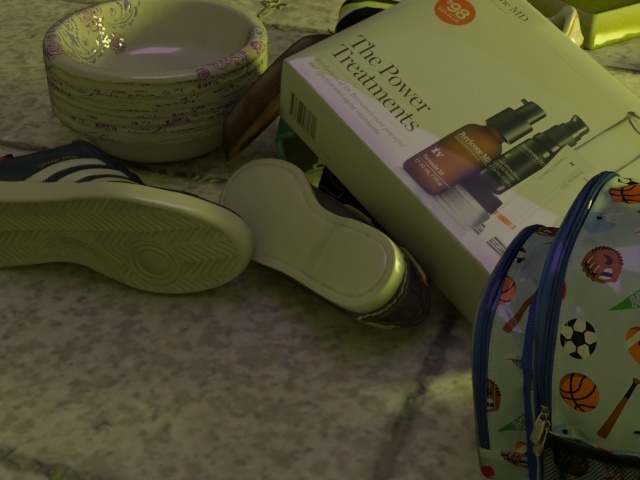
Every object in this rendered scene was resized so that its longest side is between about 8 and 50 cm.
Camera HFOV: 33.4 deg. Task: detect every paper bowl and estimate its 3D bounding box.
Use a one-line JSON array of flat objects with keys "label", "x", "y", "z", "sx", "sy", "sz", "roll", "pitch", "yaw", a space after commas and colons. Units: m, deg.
[{"label": "paper bowl", "x": -0.208, "y": -0.204, "z": 1.384, "sx": 0.284, "sy": 0.148, "sz": 0.284, "roll": 0, "pitch": 32, "yaw": 0}]

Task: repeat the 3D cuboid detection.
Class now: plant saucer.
[{"label": "plant saucer", "x": 0.449, "y": -0.381, "z": 1.747, "sx": 0.188, "sy": 0.045, "sz": 0.188, "roll": -18, "pitch": 37, "yaw": -26}, {"label": "plant saucer", "x": -0.053, "y": -0.176, "z": 1.252, "sx": 0.036, "sy": 0.198, "sz": 0.198, "roll": 43, "pitch": 40, "yaw": -2}]

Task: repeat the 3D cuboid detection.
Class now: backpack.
[{"label": "backpack", "x": 0.237, "y": 0.079, "z": 0.832, "sx": 0.213, "sy": 0.264, "sz": 0.276, "roll": 12, "pitch": 36, "yaw": 19}]

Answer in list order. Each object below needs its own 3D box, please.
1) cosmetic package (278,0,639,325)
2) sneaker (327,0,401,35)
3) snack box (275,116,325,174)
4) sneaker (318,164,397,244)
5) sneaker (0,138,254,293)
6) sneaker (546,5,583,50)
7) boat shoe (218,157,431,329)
[{"label": "cosmetic package", "x": 0.180, "y": -0.101, "z": 1.114, "sx": 0.284, "sy": 0.097, "sz": 0.377, "roll": -30, "pitch": 63, "yaw": -25}, {"label": "sneaker", "x": 0.128, "y": -0.310, "z": 1.633, "sx": 0.234, "sy": 0.084, "sz": 0.097, "roll": 7, "pitch": 54, "yaw": 16}, {"label": "snack box", "x": 0.110, "y": -0.180, "z": 1.352, "sx": 0.321, "sy": 0.060, "sz": 0.187, "roll": -12, "pitch": 31, "yaw": 11}, {"label": "sneaker", "x": 0.101, "y": -0.030, "z": 1.162, "sx": 0.232, "sy": 0.091, "sz": 0.081, "roll": 13, "pitch": 35, "yaw": 21}, {"label": "sneaker", "x": -0.226, "y": -0.042, "z": 1.146, "sx": 0.349, "sy": 0.131, "sz": 0.148, "roll": 8, "pitch": 38, "yaw": 14}, {"label": "sneaker", "x": 0.214, "y": -0.283, "z": 1.527, "sx": 0.321, "sy": 0.128, "sz": 0.126, "roll": -1, "pitch": 34, "yaw": 2}, {"label": "boat shoe", "x": -0.003, "y": 0.004, "z": 1.112, "sx": 0.109, "sy": 0.091, "sz": 0.305, "roll": -54, "pitch": 42, "yaw": -1}]
